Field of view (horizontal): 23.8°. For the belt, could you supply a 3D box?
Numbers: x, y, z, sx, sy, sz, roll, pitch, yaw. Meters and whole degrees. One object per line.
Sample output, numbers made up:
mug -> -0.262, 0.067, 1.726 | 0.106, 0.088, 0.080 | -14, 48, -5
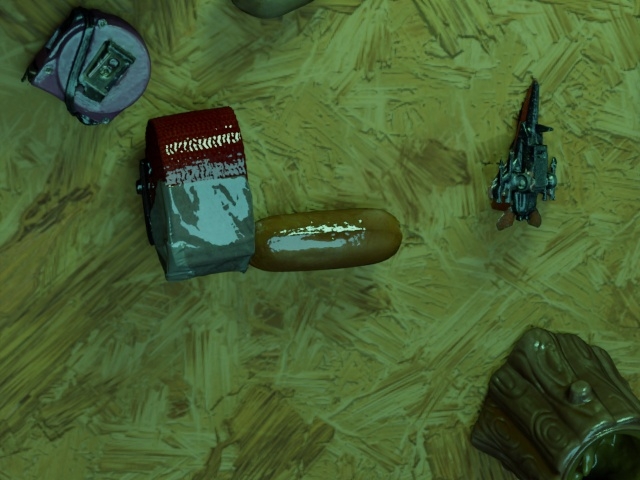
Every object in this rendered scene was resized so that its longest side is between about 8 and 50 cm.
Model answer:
belt -> -0.149, -0.050, 1.749 | 0.124, 0.128, 0.200 | -9, 111, -13

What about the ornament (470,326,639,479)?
ornament -> 0.339, 0.252, 1.976 | 0.235, 0.217, 0.221 | -14, 117, -12

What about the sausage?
sausage -> 0.000, 0.000, 1.848 | 0.198, 0.076, 0.076 | -3, 113, -14

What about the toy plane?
toy plane -> 0.261, -0.106, 1.889 | 0.130, 0.061, 0.189 | -4, 113, -41

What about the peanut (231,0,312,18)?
peanut -> -0.033, -0.299, 1.710 | 0.152, 0.076, 0.076 | -20, 117, -12

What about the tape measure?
tape measure -> -0.252, -0.192, 1.687 | 0.118, 0.074, 0.125 | 30, 103, -26
